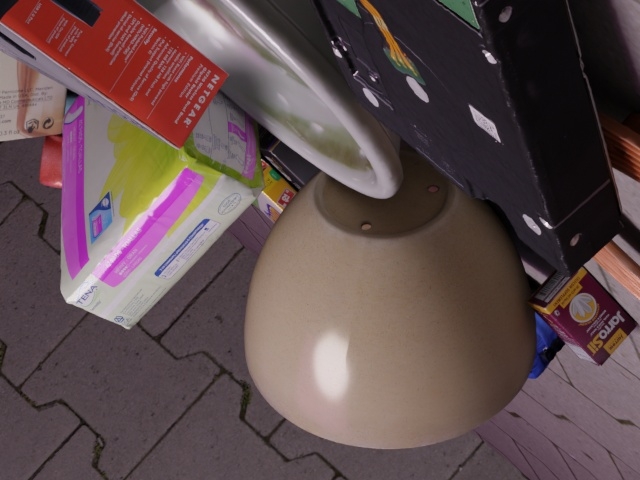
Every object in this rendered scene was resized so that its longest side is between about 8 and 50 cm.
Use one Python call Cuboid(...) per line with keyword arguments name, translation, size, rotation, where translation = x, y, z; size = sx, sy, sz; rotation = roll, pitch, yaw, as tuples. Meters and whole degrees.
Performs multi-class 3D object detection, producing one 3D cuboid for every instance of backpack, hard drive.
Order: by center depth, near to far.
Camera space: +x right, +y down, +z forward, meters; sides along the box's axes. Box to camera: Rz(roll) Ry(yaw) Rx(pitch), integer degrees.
Cuboid(name="hard drive", translation=(0.069, -0.142, 1.054), size=(0.237, 0.064, 0.339), rotation=(43, 170, 36))
Cuboid(name="backpack", translation=(0.200, 0.094, 1.771), size=(0.098, 0.101, 0.120), rotation=(32, 166, 21))

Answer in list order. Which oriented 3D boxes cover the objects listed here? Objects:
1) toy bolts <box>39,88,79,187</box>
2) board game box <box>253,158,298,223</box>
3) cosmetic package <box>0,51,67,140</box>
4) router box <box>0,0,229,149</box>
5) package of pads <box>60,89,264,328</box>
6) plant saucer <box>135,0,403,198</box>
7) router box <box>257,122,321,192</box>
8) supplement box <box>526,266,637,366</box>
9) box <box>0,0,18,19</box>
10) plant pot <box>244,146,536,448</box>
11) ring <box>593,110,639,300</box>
Cuboid(name="toy bolts", translation=(-0.212, -0.158, 1.932), size=(0.228, 0.158, 0.218), rotation=(2, -156, -9))
Cuboid(name="board game box", translation=(0.000, 0.000, 1.902), size=(0.259, 0.039, 0.124), rotation=(46, 172, -7))
Cuboid(name="cosmetic package", translation=(-0.343, -0.266, 1.773), size=(0.153, 0.129, 0.296), rotation=(39, 129, 43))
Cuboid(name="router box", translation=(-0.283, -0.228, 1.465), size=(0.301, 0.082, 0.335), rotation=(36, 176, -41))
Cuboid(name="package of pads", translation=(-0.163, -0.095, 1.677), size=(0.101, 0.229, 0.296), rotation=(26, -146, -29))
Cuboid(name="plant saucer", translation=(-0.061, -0.201, 1.401), size=(0.400, 0.100, 0.400), rotation=(42, 175, 5))
Cuboid(name="router box", translation=(0.042, -0.033, 1.938), size=(0.309, 0.081, 0.243), rotation=(45, 173, -17))
Cuboid(name="supplement box", translation=(0.240, 0.067, 1.557), size=(0.083, 0.055, 0.043), rotation=(44, 173, -19))
Cuboid(name="box", translation=(-0.397, -0.320, 1.029), size=(0.297, 0.472, 0.480), rotation=(34, 170, 50))
Cuboid(name="plant pot", translation=(0.063, 0.024, 1.578), size=(0.284, 0.284, 0.191), rotation=(37, 146, 37))
Cuboid(name="ring", translation=(0.255, 0.003, 1.191), size=(0.336, 0.032, 0.336), rotation=(43, 173, 7))
